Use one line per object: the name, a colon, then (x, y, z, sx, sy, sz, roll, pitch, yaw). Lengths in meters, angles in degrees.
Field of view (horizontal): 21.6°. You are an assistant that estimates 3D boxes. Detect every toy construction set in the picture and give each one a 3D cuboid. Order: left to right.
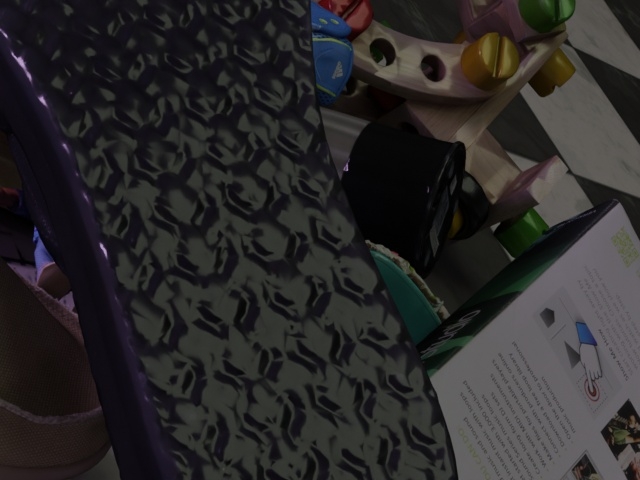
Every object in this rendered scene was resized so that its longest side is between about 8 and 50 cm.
toy construction set: (0.137, -0.135, 1.189, 0.237, 0.309, 0.257, 52, 32, -1)

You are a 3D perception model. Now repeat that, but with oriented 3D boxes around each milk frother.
milk frother: (0.000, 0.000, 0.988, 0.134, 0.129, 0.143, 17, 53, 15)

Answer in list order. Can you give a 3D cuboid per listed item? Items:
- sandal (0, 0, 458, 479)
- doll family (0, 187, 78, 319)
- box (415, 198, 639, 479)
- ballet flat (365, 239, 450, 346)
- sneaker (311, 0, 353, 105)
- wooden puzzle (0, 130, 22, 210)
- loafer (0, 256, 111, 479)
sandal: (-0.074, -0.034, 0.738, 0.167, 0.107, 0.446, 0, 59, -27)
doll family: (-0.075, 0.021, 0.824, 0.193, 0.076, 0.111, 44, 16, -30)
box: (0.124, 0.142, 0.851, 0.322, 0.058, 0.232, -35, 97, -51)
ballet flat: (0.060, 0.111, 0.917, 0.241, 0.091, 0.077, 62, -3, -3)
sneaker: (-0.044, -0.143, 1.009, 0.126, 0.091, 0.240, 20, -4, 19)
wooden puzzle: (-0.154, -0.144, 0.837, 0.221, 0.239, 0.044, 27, -13, -38)
loafer: (-0.178, 0.008, 0.672, 0.268, 0.092, 0.102, 34, 27, -28)
